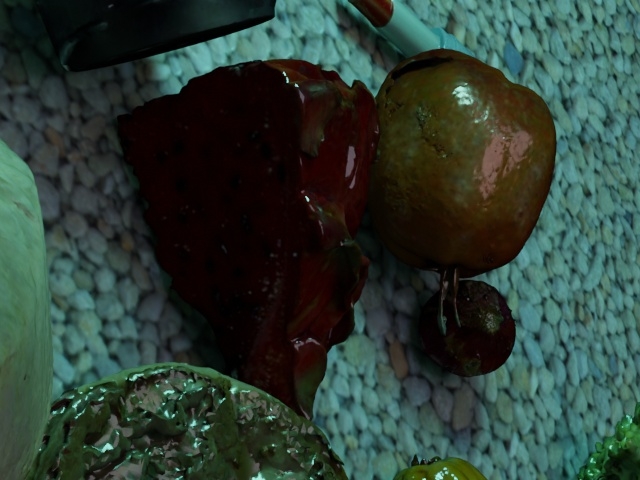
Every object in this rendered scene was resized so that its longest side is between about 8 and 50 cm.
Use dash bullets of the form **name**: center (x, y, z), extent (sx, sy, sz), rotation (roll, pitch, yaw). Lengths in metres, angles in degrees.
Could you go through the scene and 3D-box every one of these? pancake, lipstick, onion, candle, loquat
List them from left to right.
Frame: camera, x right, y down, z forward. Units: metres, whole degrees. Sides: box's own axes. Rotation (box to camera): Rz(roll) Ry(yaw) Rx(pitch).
- **candle**: center (-0.176, -0.324, 1.396), extent (0.221, 0.221, 0.343), rotation (-21, 92, -51)
- **pancake**: center (-0.121, 0.278, 1.306), extent (0.382, 0.071, 0.382), rotation (9, 75, -38)
- **lipstick**: center (0.120, -0.213, 1.829), extent (0.274, 0.061, 0.068), rotation (36, 53, -37)
- **loquat**: center (0.125, 0.277, 1.608), extent (0.137, 0.113, 0.137), rotation (21, 46, -23)
- **onion**: center (0.156, 0.096, 1.733), extent (0.107, 0.097, 0.107), rotation (3, 60, -4)

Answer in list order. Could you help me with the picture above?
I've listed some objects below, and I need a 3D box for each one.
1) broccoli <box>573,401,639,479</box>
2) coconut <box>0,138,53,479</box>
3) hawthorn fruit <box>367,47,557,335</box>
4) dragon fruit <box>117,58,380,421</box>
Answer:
- **broccoli**: center (0.424, 0.383, 1.809), extent (0.338, 0.277, 0.317), rotation (45, 65, -17)
- **coconut**: center (-0.310, 0.066, 1.050), extent (0.328, 0.328, 0.329), rotation (22, 60, -44)
- **hawthorn fruit**: center (0.138, -0.047, 1.681), extent (0.211, 0.211, 0.299), rotation (28, 63, -41)
- **dragon fruit**: center (0.008, -0.003, 1.484), extent (0.286, 0.228, 0.329), rotation (-5, 78, -52)
